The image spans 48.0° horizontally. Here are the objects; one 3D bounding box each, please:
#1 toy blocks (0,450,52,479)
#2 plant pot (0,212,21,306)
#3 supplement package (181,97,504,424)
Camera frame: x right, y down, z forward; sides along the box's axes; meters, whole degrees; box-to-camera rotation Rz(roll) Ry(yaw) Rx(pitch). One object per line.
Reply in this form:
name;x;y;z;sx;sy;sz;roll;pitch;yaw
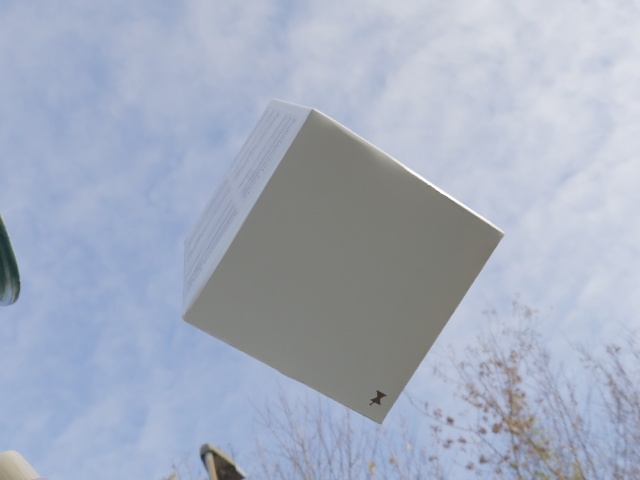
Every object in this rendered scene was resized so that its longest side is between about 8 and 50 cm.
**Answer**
toy blocks;-0.358;0.341;0.581;0.288;0.260;0.309;30;-99;-45
plant pot;-0.594;0.004;0.833;0.334;0.341;0.341;-31;-49;-35
supplement package;0.000;0.000;0.697;0.199;0.263;0.198;31;-84;-15
